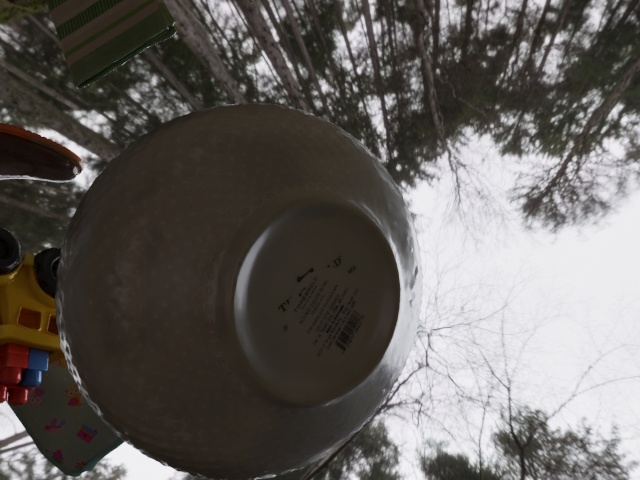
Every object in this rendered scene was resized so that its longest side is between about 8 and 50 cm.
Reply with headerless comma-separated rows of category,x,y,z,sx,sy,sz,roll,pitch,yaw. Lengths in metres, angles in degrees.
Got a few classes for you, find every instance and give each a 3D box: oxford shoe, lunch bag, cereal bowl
oxford shoe,-0.610,-0.129,1.008,0.364,0.130,0.132,6,-113,-18
lunch bag,-0.414,0.251,1.023,0.223,0.160,0.262,-37,-102,7
cereal bowl,-0.036,0.043,0.498,0.339,0.141,0.338,0,-90,-33

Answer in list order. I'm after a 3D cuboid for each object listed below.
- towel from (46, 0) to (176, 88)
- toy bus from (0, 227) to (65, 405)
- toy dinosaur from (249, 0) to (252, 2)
towel,-0.461,-0.510,1.235,0.248,0.038,0.324,-27,-107,8
toy bus,-0.441,0.111,0.789,0.149,0.220,0.211,-22,-122,27
toy dinosaur,-0.251,-0.620,1.378,0.183,0.053,0.092,-1,-65,-26
